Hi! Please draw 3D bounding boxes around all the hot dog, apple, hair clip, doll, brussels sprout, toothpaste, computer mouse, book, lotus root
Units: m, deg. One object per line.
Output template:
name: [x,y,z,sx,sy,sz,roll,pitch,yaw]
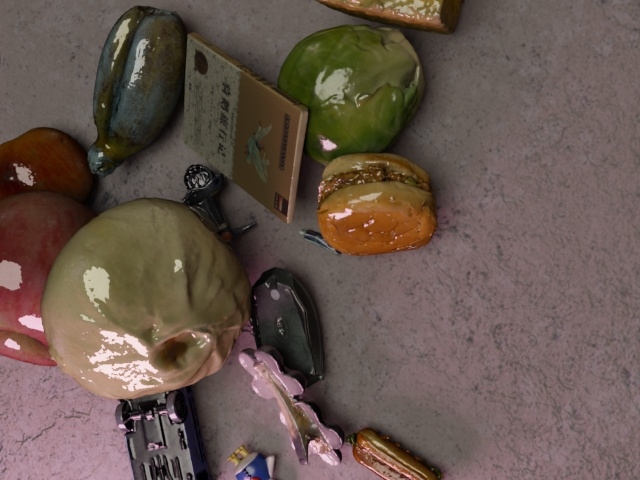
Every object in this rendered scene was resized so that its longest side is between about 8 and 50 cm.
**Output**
hot dog: [0.127,0.380,1.660,0.188,0.055,0.072,31,132,20]
apple: [-0.530,-0.119,1.827,0.195,0.160,0.173,-21,107,25]
hair clip: [-0.051,0.289,1.679,0.257,0.075,0.146,60,148,0]
doll: [-0.107,0.432,1.749,0.099,0.057,0.143,-42,85,12]
brussels sprout: [0.049,-0.238,1.582,0.244,0.244,0.244,1,93,19]
apple: [-0.502,0.061,1.731,0.345,0.345,0.269,-1,62,19]
toothpaste: [0.000,0.000,1.706,0.083,0.019,0.027,22,83,13]
computer mouse: [-0.052,0.155,1.707,0.126,0.071,0.231,-6,103,33]
book: [-0.136,-0.193,1.639,0.310,0.021,0.217,38,134,35]
lotus root: [-0.327,-0.262,1.746,0.158,0.140,0.322,31,109,33]

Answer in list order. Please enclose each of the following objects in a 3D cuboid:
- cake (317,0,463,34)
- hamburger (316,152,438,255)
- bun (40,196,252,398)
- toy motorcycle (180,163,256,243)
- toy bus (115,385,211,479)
cake: [0.133,-0.487,1.526,0.222,0.227,0.286,15,100,14]
hamburger: [0.090,-0.056,1.573,0.214,0.214,0.108,-11,61,20]
bun: [-0.264,0.119,1.585,0.202,0.364,0.364,40,107,44]
toy motorcycle: [-0.246,-0.013,1.758,0.263,0.091,0.157,-44,87,18]
toy bus: [-0.272,0.399,1.763,0.125,0.133,0.292,-14,86,14]
